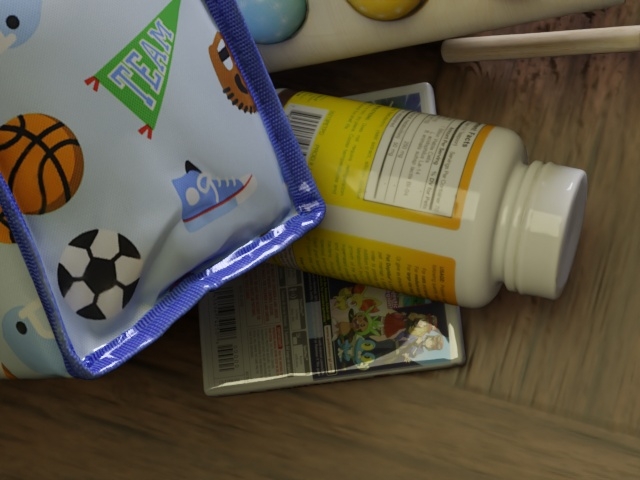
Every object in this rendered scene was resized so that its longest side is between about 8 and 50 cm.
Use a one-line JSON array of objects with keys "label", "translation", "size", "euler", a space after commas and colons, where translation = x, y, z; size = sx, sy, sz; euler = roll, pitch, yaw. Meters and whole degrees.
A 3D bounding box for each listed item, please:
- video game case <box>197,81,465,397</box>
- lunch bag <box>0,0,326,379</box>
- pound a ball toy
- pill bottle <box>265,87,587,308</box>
[{"label": "video game case", "translation": [0.000, 0.000, 0.983], "size": [0.183, 0.023, 0.201], "euler": [-9, 75, 13]}, {"label": "lunch bag", "translation": [-0.222, -0.128, 0.829], "size": [0.328, 0.239, 0.385], "euler": [-10, 110, 48]}, {"label": "pound a ball toy", "translation": [0.079, -0.159, 0.892], "size": [0.319, 0.208, 0.135], "euler": [-8, 38, 17]}, {"label": "pill bottle", "translation": [0.056, -0.025, 0.898], "size": [0.215, 0.117, 0.117], "euler": [13, 82, 17]}]
